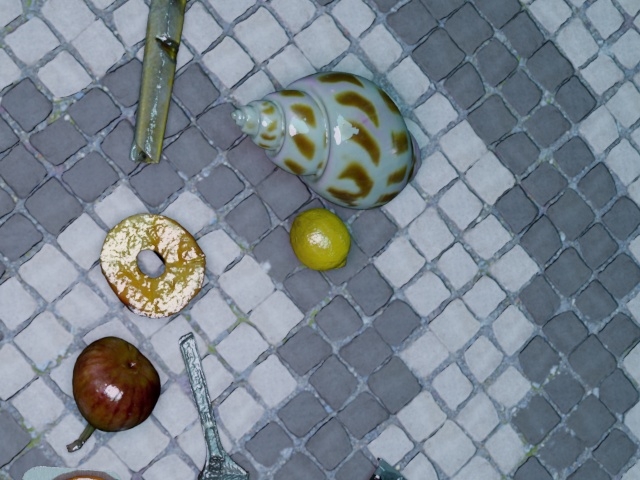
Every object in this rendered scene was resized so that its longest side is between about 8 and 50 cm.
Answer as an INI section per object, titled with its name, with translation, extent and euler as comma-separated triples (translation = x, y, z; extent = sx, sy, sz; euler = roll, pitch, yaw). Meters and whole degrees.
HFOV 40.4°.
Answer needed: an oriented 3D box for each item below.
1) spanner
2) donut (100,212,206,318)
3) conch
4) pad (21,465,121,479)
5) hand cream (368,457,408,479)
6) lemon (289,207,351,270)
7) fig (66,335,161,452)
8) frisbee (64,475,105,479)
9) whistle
[spanner]
translation = -0.202, 0.325, 1.579
extent = 0.093, 0.026, 0.325
euler = -14, 89, -13
[donut]
translation = -0.298, 0.045, 1.550
extent = 0.190, 0.074, 0.174
euler = 35, 82, -4
[conch]
translation = 0.020, -0.179, 1.569
extent = 0.368, 0.197, 0.249
euler = 11, 105, -5
[pad]
translation = -0.449, 0.534, 1.529
extent = 0.176, 0.002, 0.266
euler = 7, 86, -11
[hand cream]
translation = 0.061, 0.522, 1.620
extent = 0.248, 0.052, 0.075
euler = -49, 120, -16
[lemon]
translation = 0.000, 0.000, 1.594
extent = 0.109, 0.109, 0.133
euler = -45, 104, -10
[fig]
translation = -0.350, 0.267, 1.500
extent = 0.149, 0.148, 0.202
euler = 14, 127, 17
[frisbee]
translation = -0.417, 0.504, 1.516
extent = 0.192, 0.035, 0.192
euler = 0, 88, -12
[whistle]
translation = -0.295, -0.298, 1.575
extent = 0.068, 0.057, 0.326
euler = 5, 85, 33
